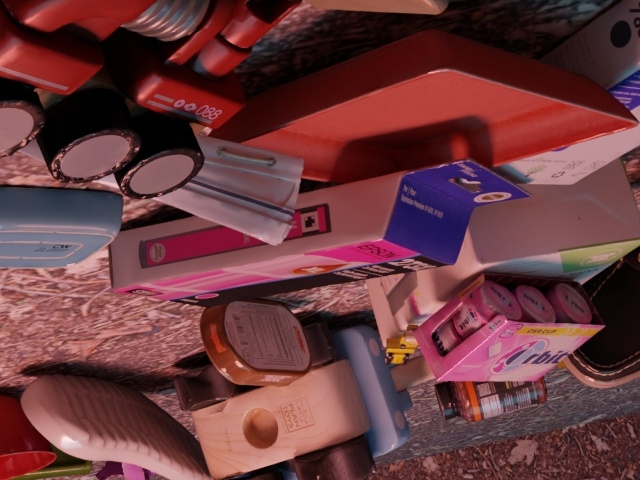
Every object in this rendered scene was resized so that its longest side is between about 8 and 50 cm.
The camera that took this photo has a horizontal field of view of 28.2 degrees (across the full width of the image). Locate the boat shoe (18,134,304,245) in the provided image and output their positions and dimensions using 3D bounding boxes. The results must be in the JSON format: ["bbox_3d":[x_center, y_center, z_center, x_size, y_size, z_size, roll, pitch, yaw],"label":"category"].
[{"bbox_3d":[-0.122,-0.067,0.935,0.226,0.075,0.083,19,179,-13],"label":"boat shoe"}]

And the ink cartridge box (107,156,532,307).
[{"bbox_3d":[0.000,0.000,1.203,0.371,0.069,0.176,-13,166,25],"label":"ink cartridge box"}]

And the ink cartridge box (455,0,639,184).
[{"bbox_3d":[0.271,-0.141,1.093,0.165,0.065,0.333,0,159,-39],"label":"ink cartridge box"}]

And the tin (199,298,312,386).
[{"bbox_3d":[-0.075,0.124,1.558,0.040,0.106,0.190,-25,161,27],"label":"tin"}]

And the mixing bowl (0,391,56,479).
[{"bbox_3d":[-0.447,0.259,1.681,0.182,0.098,0.181,-14,162,-5],"label":"mixing bowl"}]

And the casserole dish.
[{"bbox_3d":[-0.255,-0.007,1.111,0.188,0.037,0.114,1,157,-45],"label":"casserole dish"}]

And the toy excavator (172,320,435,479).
[{"bbox_3d":[0.070,0.212,1.866,0.433,0.222,0.445,-22,175,25],"label":"toy excavator"}]

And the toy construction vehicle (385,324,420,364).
[{"bbox_3d":[0.116,0.109,1.409,0.086,0.035,0.098,1,158,-2],"label":"toy construction vehicle"}]

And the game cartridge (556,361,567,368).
[{"bbox_3d":[0.542,0.147,2.272,0.324,0.052,0.285,-25,161,21],"label":"game cartridge"}]

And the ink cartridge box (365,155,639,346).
[{"bbox_3d":[0.181,0.024,1.435,0.207,0.119,0.353,-8,162,-20],"label":"ink cartridge box"}]

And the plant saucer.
[{"bbox_3d":[0.075,-0.099,1.009,0.258,0.047,0.259,-15,165,42],"label":"plant saucer"}]

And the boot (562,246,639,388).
[{"bbox_3d":[0.413,-0.012,1.366,0.377,0.138,0.284,-38,162,-8],"label":"boot"}]

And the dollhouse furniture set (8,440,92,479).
[{"bbox_3d":[-0.414,0.421,1.870,0.151,0.301,0.197,-5,158,-23],"label":"dollhouse furniture set"}]

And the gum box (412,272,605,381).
[{"bbox_3d":[0.193,0.092,1.319,0.188,0.062,0.107,6,139,-46],"label":"gum box"}]

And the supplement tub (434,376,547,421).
[{"bbox_3d":[0.316,0.276,2.382,0.198,0.106,0.106,-15,163,1],"label":"supplement tub"}]

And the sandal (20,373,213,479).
[{"bbox_3d":[-0.286,0.276,1.754,0.102,0.169,0.416,-43,146,6],"label":"sandal"}]

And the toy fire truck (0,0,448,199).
[{"bbox_3d":[-0.080,-0.131,0.712,0.246,0.158,0.217,-36,155,23],"label":"toy fire truck"}]
